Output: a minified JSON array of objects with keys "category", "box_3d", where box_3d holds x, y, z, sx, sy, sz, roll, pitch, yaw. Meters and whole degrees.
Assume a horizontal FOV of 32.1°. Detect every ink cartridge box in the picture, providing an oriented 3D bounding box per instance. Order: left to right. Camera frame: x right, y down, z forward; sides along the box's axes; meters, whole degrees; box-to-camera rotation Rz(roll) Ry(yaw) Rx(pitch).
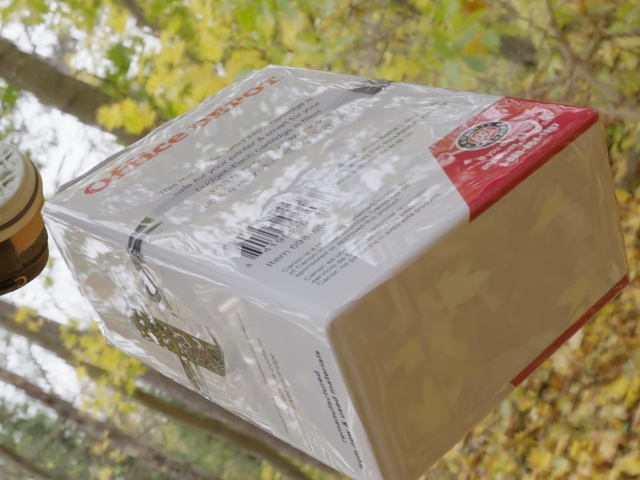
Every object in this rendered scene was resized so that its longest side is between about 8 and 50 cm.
[{"category":"ink cartridge box","box_3d":[0.000,0.000,0.632,0.197,0.273,0.114,-36,-57,-28]}]

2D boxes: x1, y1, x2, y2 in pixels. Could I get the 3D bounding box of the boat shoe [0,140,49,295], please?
[{"category":"boat shoe","box_3d":[-0.521,0.017,1.161,0.156,0.500,0.187,78,-177,-51]}]
